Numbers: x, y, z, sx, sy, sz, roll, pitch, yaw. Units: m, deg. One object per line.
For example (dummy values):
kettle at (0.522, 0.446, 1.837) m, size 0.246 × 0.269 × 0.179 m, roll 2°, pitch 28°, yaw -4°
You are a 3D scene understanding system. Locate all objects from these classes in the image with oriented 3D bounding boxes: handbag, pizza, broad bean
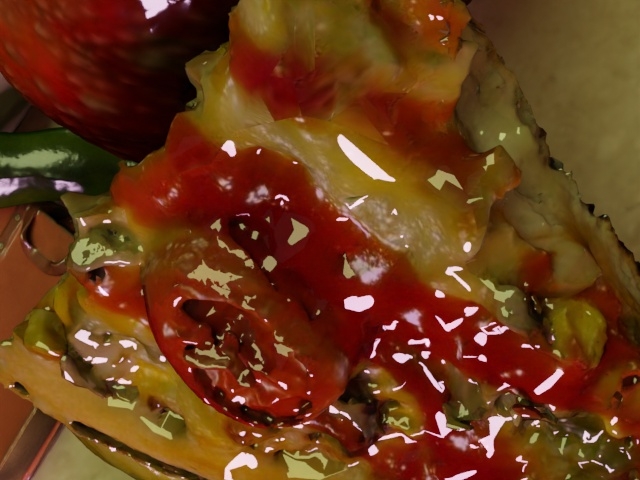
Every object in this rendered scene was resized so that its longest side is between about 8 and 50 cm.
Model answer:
handbag at (-0.223, 0.068, 1.254) m, size 0.127 × 0.063 × 0.190 m, roll 37°, pitch 99°, yaw 28°
pizza at (0.000, 0.000, 0.892) m, size 0.440 × 0.406 × 0.130 m, roll 8°, pitch 38°, yaw 14°
broad bean at (-0.184, -0.049, 1.215) m, size 0.255 × 0.046 × 0.065 m, roll 4°, pitch 110°, yaw 1°

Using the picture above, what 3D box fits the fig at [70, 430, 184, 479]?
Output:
fig at (-0.079, 0.128, 1.139) m, size 0.159 × 0.159 × 0.257 m, roll -32°, pitch 89°, yaw 17°

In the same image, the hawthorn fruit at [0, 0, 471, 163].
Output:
hawthorn fruit at (-0.079, -0.256, 1.057) m, size 0.403 × 0.403 × 0.402 m, roll -6°, pitch 77°, yaw 25°

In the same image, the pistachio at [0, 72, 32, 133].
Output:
pistachio at (-0.295, -0.144, 1.255) m, size 0.166 × 0.197 × 0.288 m, roll 46°, pitch 112°, yaw 30°
